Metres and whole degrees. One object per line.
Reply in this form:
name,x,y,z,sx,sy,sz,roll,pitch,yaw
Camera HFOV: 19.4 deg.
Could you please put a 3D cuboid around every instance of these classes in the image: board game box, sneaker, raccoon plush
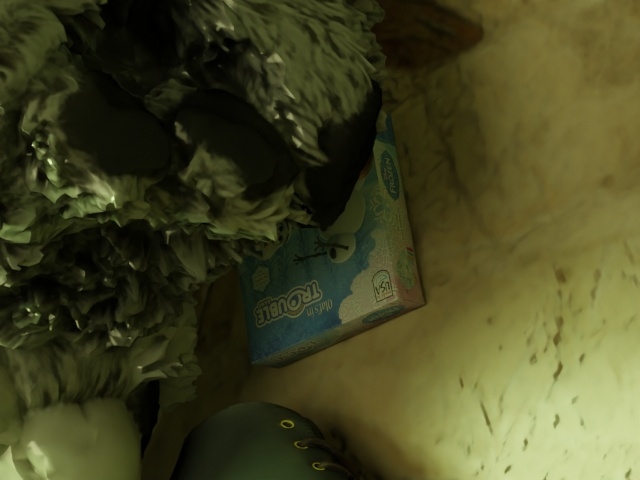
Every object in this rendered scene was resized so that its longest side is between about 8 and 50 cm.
board game box,0.000,0.000,0.823,0.090,0.020,0.090,-26,64,37
sneaker,0.016,0.119,0.740,0.222,0.083,0.118,-2,49,27
raccoon plush,-0.122,-0.079,0.840,0.299,0.216,0.446,129,148,-50
